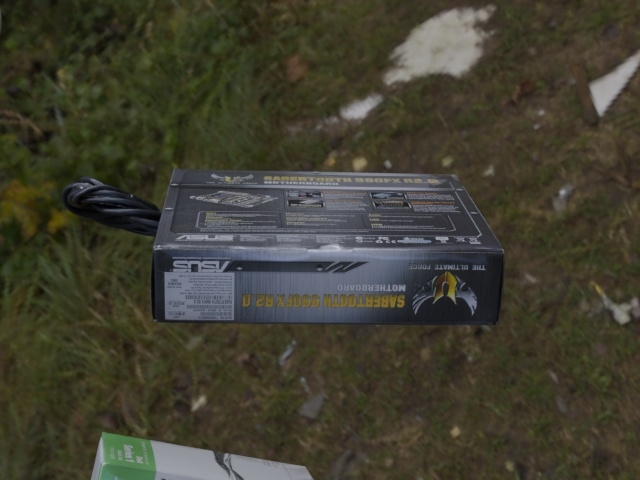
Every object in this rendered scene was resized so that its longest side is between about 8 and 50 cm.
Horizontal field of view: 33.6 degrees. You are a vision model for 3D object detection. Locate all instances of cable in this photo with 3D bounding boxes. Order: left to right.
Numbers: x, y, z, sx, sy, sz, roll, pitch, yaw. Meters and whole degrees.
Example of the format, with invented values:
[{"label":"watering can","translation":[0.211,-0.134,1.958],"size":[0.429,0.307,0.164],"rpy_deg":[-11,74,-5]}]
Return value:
[{"label":"cable","translation":[-0.184,-0.017,1.104],"size":[0.150,0.184,0.047],"rpy_deg":[26,88,31]}]

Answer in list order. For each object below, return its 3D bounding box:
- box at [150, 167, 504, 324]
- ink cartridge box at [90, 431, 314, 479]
[{"label":"box","translation":[0.000,0.000,0.767],"size":[0.231,0.056,0.183],"rpy_deg":[1,19,-4]},{"label":"ink cartridge box","translation":[-0.122,0.292,1.035],"size":[0.092,0.219,0.160],"rpy_deg":[-151,73,-75]}]
